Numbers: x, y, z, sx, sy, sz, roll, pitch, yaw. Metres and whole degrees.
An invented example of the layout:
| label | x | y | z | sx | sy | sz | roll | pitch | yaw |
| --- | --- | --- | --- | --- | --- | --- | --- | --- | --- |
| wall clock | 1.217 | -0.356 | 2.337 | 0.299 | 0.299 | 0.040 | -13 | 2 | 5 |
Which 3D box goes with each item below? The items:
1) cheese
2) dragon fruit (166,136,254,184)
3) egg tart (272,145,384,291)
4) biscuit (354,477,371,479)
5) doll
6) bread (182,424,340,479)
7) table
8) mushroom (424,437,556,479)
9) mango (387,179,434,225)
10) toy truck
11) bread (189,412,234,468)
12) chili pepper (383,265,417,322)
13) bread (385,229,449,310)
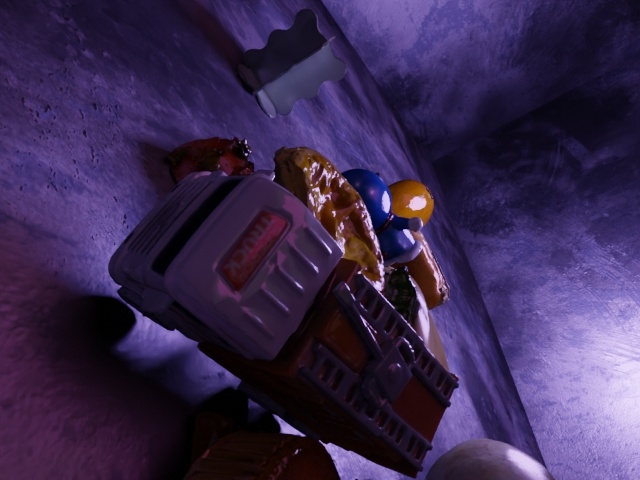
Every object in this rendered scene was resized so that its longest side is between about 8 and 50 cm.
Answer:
| label | x | y | z | sx | sy | sz | roll | pitch | yaw |
| --- | --- | --- | --- | --- | --- | --- | --- | --- | --- |
| cheese | 0.199 | 0.202 | 1.014 | 0.259 | 0.128 | 0.315 | 46 | 30 | -57 |
| dragon fruit | -0.137 | -0.098 | 0.650 | 0.147 | 0.096 | 0.102 | 2 | 67 | -62 |
| egg tart | 0.000 | 0.001 | 0.778 | 0.341 | 0.132 | 0.341 | 46 | 32 | -40 |
| biscuit | 0.072 | 0.428 | 0.591 | 0.194 | 0.053 | 0.194 | 47 | 29 | -36 |
| doll | 0.120 | -0.053 | 1.011 | 0.257 | 0.215 | 0.161 | 47 | 48 | -20 |
| bread | -0.045 | 0.274 | 0.389 | 0.199 | 0.104 | 0.198 | 24 | 62 | -55 |
| table | -0.058 | -0.394 | 0.985 | 0.166 | 0.199 | 0.166 | 45 | 30 | -35 |
| mushroom | 0.271 | 0.476 | 0.650 | 0.352 | 0.261 | 0.351 | 1 | 90 | -83 |
| mango | 0.241 | -0.098 | 1.330 | 0.290 | 0.191 | 0.159 | -3 | 61 | -60 |
| toy truck | -0.016 | 0.099 | 0.484 | 0.387 | 0.207 | 0.173 | 48 | 63 | -30 |
| bread | -0.112 | 0.222 | 0.447 | 0.047 | 0.036 | 0.083 | 33 | 39 | -36 |
| chili pepper | 0.093 | 0.125 | 0.671 | 0.059 | 0.088 | 0.226 | -100 | -163 | -51 |
| bread | 0.253 | 0.081 | 1.222 | 0.107 | 0.136 | 0.240 | 6 | 60 | -60 |
